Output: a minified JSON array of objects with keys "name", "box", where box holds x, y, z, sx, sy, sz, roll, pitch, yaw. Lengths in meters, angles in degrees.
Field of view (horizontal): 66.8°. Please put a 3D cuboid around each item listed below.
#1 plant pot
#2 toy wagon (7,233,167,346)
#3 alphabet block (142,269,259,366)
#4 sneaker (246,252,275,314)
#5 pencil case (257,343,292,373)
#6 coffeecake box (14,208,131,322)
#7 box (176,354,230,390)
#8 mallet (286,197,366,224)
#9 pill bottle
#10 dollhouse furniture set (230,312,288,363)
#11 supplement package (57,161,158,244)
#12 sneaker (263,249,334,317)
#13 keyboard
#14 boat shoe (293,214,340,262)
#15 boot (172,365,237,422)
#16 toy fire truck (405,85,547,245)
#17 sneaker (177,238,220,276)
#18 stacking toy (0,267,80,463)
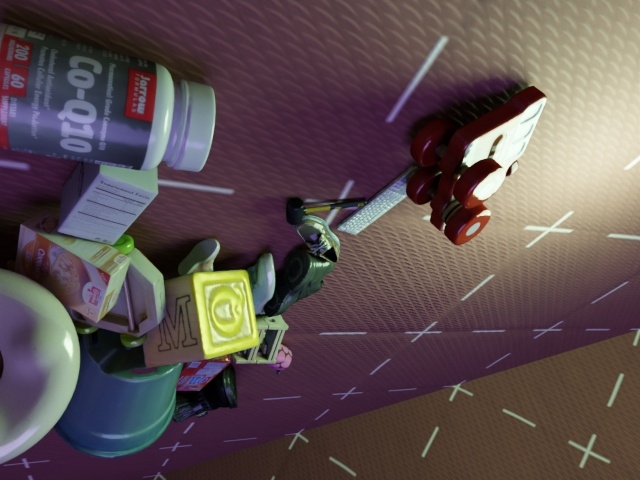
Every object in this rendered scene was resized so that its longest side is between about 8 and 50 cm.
[{"name":"plant pot","box":[-0.521,0.343,1.300,0.342,0.341,0.334,7,133,-29]},{"name":"toy wagon","box":[-0.502,0.088,1.045,0.345,0.068,0.267,12,122,10]},{"name":"alphabet block","box":[-0.290,0.182,1.154,0.197,0.193,0.192,-15,173,32]},{"name":"sneaker","box":[-0.208,0.120,1.259,0.151,0.094,0.255,4,142,-20]},{"name":"pencil case","box":[-0.183,0.392,1.685,0.098,0.095,0.209,-8,148,22]},{"name":"coffeecake box","box":[-0.477,0.051,0.932,0.186,0.068,0.142,30,124,-3]},{"name":"box","box":[-0.404,0.383,1.555,0.128,0.122,0.257,12,139,-33]},{"name":"mallet","box":[0.011,-0.069,1.109,0.190,0.039,0.062,-4,145,-21]},{"name":"pill bottle","box":[-0.307,-0.189,0.695,0.284,0.161,0.161,6,142,-28]},{"name":"dollhouse furniture set","box":[-0.203,0.254,1.423,0.129,0.183,0.129,9,111,-31]},{"name":"supplement package","box":[-0.382,-0.089,0.870,0.105,0.105,0.179,20,134,-40]},{"name":"sneaker","box":[-0.064,0.127,1.320,0.130,0.108,0.286,1,149,-39]},{"name":"keyboard","box":[0.148,-0.089,1.145,0.072,0.014,0.256,19,136,-39]},{"name":"boat shoe","box":[0.000,0.000,1.176,0.066,0.066,0.183,-29,144,21]},{"name":"boot","box":[-0.450,0.593,1.849,0.261,0.131,0.347,-6,147,-12]},{"name":"toy fire truck","box":[0.330,-0.149,1.007,0.254,0.169,0.302,-29,148,-14]},{"name":"sneaker","box":[-0.275,0.043,1.164,0.134,0.050,0.070,-38,154,23]},{"name":"stacking toy","box":[-0.649,0.247,1.024,0.351,0.350,0.480,-5,173,-13]}]
